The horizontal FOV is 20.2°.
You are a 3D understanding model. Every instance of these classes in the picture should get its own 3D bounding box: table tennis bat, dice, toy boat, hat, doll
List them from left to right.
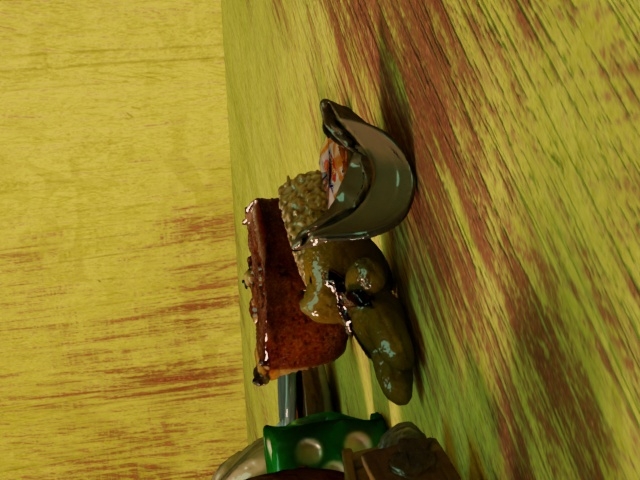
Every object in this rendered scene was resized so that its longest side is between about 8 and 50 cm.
[{"bbox_3d":[-0.044,0.230,2.395,0.149,0.038,0.237,124,146,-78],"label":"table tennis bat"},{"bbox_3d":[0.008,0.250,1.947,0.128,0.131,0.120,172,91,-82],"label":"dice"},{"bbox_3d":[0.035,0.069,1.722,0.209,0.097,0.137,-115,3,-50],"label":"doll"},{"bbox_3d":[0.047,-0.044,1.656,0.175,0.085,0.147,19,95,58],"label":"hat"},{"bbox_3d":[0.085,0.232,1.433,0.321,0.089,0.121,-125,26,-67],"label":"toy boat"}]

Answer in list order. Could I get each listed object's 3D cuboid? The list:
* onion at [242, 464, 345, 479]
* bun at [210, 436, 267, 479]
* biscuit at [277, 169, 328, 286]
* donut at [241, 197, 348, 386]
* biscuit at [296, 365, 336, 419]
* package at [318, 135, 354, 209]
[{"bbox_3d":[-0.004,0.408,1.665,0.385,0.348,0.348,41,154,22],"label":"onion"},{"bbox_3d":[-0.043,0.391,2.174,0.360,0.211,0.360,173,90,-84],"label":"bun"},{"bbox_3d":[0.000,0.000,2.035,0.082,0.070,0.168,46,-157,-46],"label":"biscuit"},{"bbox_3d":[-0.030,0.059,2.135,0.144,0.126,0.187,106,154,-55],"label":"donut"},{"bbox_3d":[-0.005,0.242,2.409,0.181,0.049,0.208,-103,12,-52],"label":"biscuit"},{"bbox_3d":[0.021,-0.071,1.964,0.121,0.031,0.108,101,161,-68],"label":"package"}]
